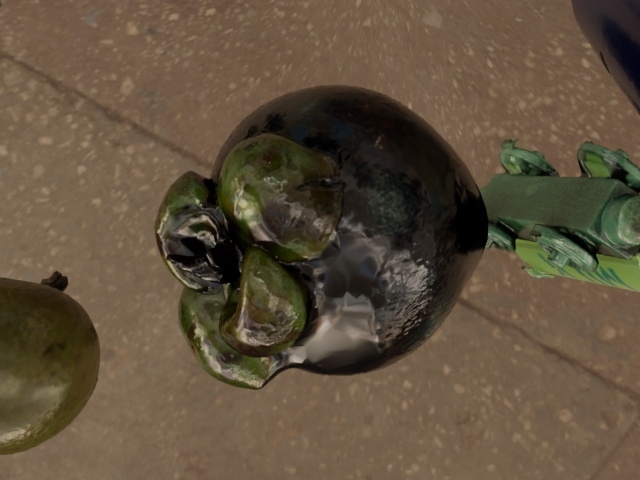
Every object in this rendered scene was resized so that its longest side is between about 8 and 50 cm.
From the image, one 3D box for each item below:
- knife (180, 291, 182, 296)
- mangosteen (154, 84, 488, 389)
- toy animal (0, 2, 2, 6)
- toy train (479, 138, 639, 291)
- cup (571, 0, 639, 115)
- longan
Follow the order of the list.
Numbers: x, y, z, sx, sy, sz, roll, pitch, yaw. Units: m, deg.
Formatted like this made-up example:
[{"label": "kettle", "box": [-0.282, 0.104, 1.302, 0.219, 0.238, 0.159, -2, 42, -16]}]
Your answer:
[{"label": "knife", "box": [-0.098, 0.048, 0.918, 0.089, 0.365, 0.043, -32, 100, -14]}, {"label": "mangosteen", "box": [0.000, 0.000, 0.659, 0.242, 0.243, 0.243, 1, 109, 3]}, {"label": "toy animal", "box": [-0.412, -0.176, 0.831, 0.252, 0.079, 0.070, -14, 120, -7]}, {"label": "toy train", "box": [0.229, -0.007, 0.770, 0.157, 0.253, 0.105, 32, 85, -16]}, {"label": "cup", "box": [0.266, -0.062, 0.433, 0.178, 0.256, 0.255, -38, 138, 22]}, {"label": "longan", "box": [-0.251, 0.088, 0.718, 0.154, 0.176, 0.145, 27, 143, 4]}]
